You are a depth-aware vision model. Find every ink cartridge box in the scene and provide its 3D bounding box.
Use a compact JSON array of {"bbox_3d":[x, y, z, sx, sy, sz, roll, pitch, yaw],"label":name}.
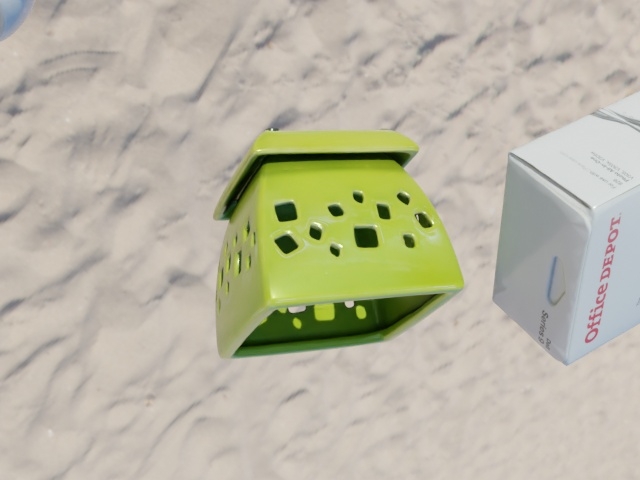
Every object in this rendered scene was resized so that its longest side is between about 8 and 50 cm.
[{"bbox_3d":[0.326,-0.033,0.975,0.289,0.121,0.211,-24,135,-23],"label":"ink cartridge box"}]

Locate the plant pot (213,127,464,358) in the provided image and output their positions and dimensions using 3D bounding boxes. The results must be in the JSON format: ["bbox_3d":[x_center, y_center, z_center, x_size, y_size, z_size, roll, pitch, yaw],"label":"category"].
[{"bbox_3d":[0.000,0.000,1.076,0.227,0.207,0.228,-3,161,-21],"label":"plant pot"}]

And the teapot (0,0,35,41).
[{"bbox_3d":[-0.503,-0.415,1.370,0.252,0.256,0.187,58,43,-45],"label":"teapot"}]
